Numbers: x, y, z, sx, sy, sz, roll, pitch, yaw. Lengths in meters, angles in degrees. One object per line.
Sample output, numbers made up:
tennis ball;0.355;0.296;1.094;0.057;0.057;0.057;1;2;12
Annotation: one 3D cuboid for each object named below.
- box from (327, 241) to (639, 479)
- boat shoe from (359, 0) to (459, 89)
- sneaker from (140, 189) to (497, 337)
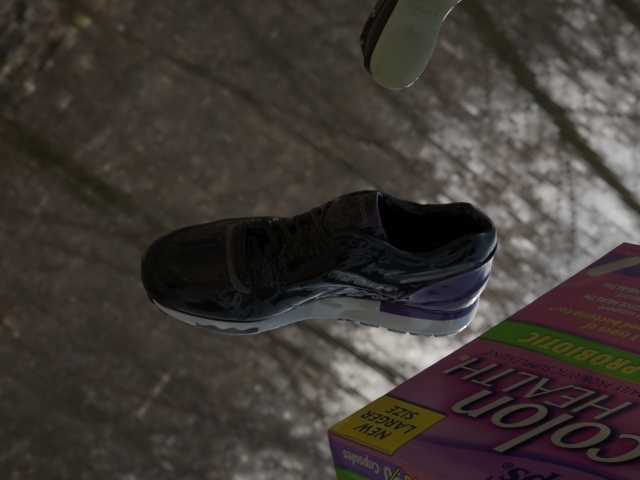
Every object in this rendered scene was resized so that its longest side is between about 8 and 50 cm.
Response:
box;0.169;0.115;0.845;0.243;0.117;0.213;-29;-154;-30
boat shoe;0.067;-0.157;0.997;0.133;0.049;0.042;-58;-151;20
sneaker;0.000;0.000;1.297;0.124;0.283;0.107;105;-18;-52
